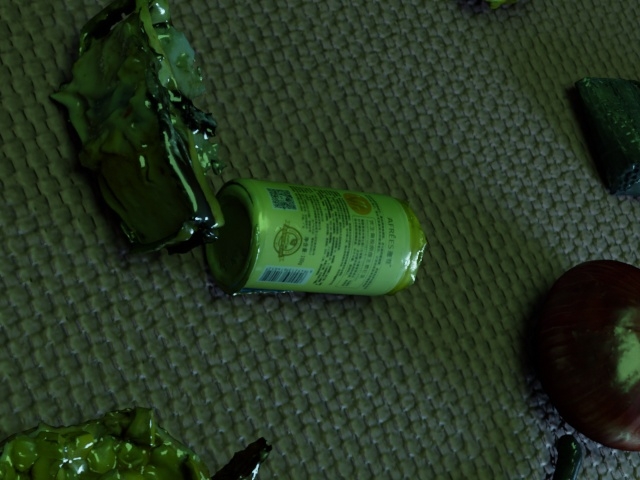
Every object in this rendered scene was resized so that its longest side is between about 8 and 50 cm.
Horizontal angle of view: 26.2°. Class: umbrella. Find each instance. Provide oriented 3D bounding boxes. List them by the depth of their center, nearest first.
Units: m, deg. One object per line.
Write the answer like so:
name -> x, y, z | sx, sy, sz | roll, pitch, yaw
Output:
umbrella -> 0.261, 0.328, 1.558 | 0.071, 0.071, 0.248 | 41, 54, -14

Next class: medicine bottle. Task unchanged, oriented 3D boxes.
medicine bottle -> 0.000, 0.000, 1.490 | 0.239, 0.124, 0.124 | 5, 68, -34

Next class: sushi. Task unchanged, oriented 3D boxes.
sushi -> -0.191, 0.232, 1.217 | 0.296, 0.179, 0.167 | 18, 55, -29
sushi -> -0.185, -0.120, 1.424 | 0.131, 0.139, 0.291 | 0, 70, -56

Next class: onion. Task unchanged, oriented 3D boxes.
onion -> 0.368, 0.133, 1.672 | 0.248, 0.161, 0.248 | 9, 52, -12

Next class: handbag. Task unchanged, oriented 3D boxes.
handbag -> 0.474, -0.144, 1.911 | 0.270, 0.088, 0.175 | 6, 60, -33

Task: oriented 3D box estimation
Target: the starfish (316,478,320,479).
starfish -> 0.019, 0.317, 1.412 | 0.133, 0.041, 0.130 | -38, 95, -39

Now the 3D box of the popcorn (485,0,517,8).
popcorn -> 0.264, -0.405, 1.825 | 0.197, 0.155, 0.197 | -13, 90, -68
